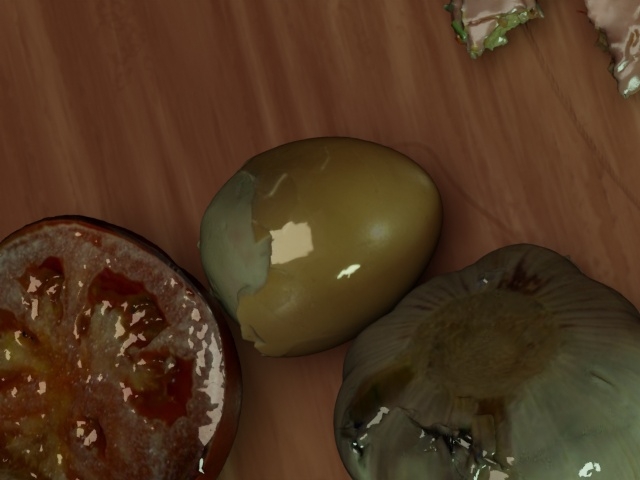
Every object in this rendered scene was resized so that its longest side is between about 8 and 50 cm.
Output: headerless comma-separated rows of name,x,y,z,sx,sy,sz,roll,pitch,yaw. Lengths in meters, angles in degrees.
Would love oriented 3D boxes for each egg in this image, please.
egg,0.000,0.000,1.760,0.244,0.201,0.201,-23,77,1

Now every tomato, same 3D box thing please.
tomato,-0.208,0.138,1.817,0.338,0.143,0.338,0,89,24

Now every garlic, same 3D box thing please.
garlic,0.166,0.148,1.672,0.322,0.241,0.322,8,53,-11

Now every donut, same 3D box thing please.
donut,0.247,-0.248,1.784,0.233,0.085,0.199,19,88,17
